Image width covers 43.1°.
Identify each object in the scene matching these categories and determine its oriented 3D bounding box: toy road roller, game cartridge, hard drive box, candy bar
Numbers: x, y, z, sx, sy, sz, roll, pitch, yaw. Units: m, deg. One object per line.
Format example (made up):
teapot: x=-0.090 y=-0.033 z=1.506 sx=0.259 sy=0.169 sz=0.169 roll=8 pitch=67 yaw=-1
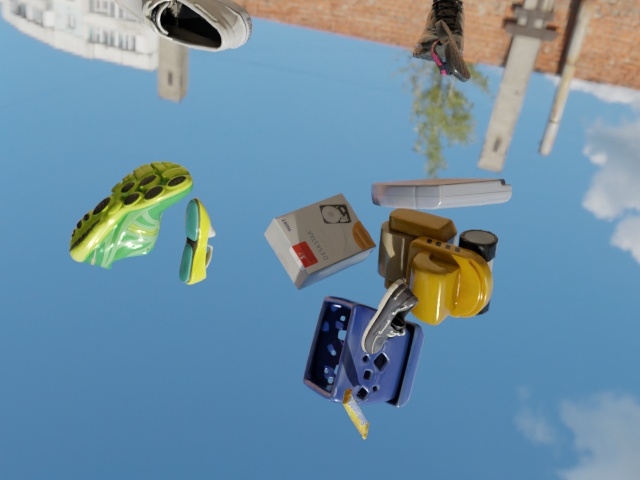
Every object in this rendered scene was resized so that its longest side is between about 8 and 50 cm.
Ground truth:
toy road roller: x=0.255 y=0.072 z=1.944 sx=0.329 sy=0.203 sz=0.240 roll=18 pitch=-152 yaw=31
game cartridge: x=0.231 y=-0.099 z=1.682 sx=0.195 sy=0.060 sz=0.294 roll=-2 pitch=-175 yaw=-22
hard drive box: x=0.000 y=0.000 z=2.123 sx=0.232 sy=0.089 sz=0.181 roll=-23 pitch=-108 yaw=-33
candy bar: x=0.075 y=0.364 z=1.704 sx=0.018 sy=0.162 sz=0.040 roll=2 pitch=-129 yaw=24

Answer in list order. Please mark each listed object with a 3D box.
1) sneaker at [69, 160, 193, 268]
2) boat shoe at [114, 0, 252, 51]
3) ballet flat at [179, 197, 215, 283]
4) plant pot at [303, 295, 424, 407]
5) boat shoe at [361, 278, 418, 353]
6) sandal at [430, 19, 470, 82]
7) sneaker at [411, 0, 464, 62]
sneaker: x=-0.350 y=-0.047 z=1.553 sx=0.123 sy=0.295 sz=0.110 roll=36 pitch=-151 yaw=-44
boat shoe: x=-0.241 y=-0.366 z=1.304 sx=0.267 sy=0.096 sz=0.088 roll=28 pitch=-141 yaw=16
ballet flat: x=-0.304 y=0.001 z=2.037 sx=0.077 sy=0.231 sz=0.077 roll=-4 pitch=-157 yaw=-37
plant pot: x=0.109 y=0.274 z=1.947 sx=0.212 sy=0.236 sz=0.236 roll=16 pitch=175 yaw=-19
boat shoe: x=0.142 y=0.172 z=1.656 sx=0.065 sy=0.206 sz=0.075 roll=38 pitch=-138 yaw=21
sandal: x=0.201 y=-0.296 z=1.294 sx=0.040 sy=0.067 sz=0.179 roll=-30 pitch=-150 yaw=18
sneaker: x=0.254 y=-0.443 z=1.688 sx=0.108 sy=0.130 sz=0.286 roll=9 pitch=-157 yaw=2
